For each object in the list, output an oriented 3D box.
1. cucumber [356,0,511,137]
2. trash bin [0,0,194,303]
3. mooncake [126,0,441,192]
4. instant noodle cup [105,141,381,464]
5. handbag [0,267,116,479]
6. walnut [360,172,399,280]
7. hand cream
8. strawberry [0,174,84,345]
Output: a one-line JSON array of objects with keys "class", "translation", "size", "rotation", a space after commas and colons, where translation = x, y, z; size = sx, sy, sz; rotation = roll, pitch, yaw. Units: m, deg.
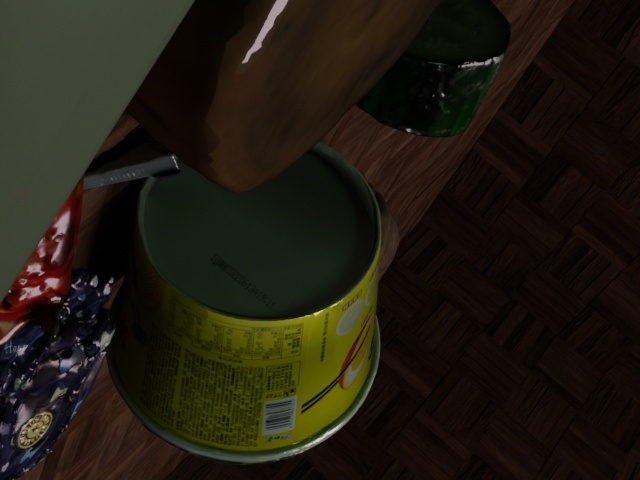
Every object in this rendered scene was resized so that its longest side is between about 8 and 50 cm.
[{"class": "cucumber", "translation": [0.119, -0.213, 1.222], "size": [0.191, 0.191, 0.130], "rotation": [-42, 160, -41]}, {"class": "trash bin", "translation": [-0.136, -0.127, 0.357], "size": [0.343, 0.158, 0.223], "rotation": [-55, 173, 5]}, {"class": "mooncake", "translation": [-0.025, -0.183, 0.647], "size": [0.290, 0.161, 0.290], "rotation": [-49, 170, -12]}, {"class": "instant noodle cup", "translation": [-0.068, 0.039, 1.058], "size": [0.311, 0.311, 0.222], "rotation": [-44, 161, -32]}, {"class": "handbag", "translation": [-0.269, 0.125, 0.909], "size": [0.162, 0.113, 0.260], "rotation": [-47, 171, -51]}, {"class": "walnut", "translation": [0.000, 0.000, 1.483], "size": [0.224, 0.224, 0.224], "rotation": [-48, 172, -10]}, {"class": "hand cream", "translation": [-0.119, -0.078, 0.789], "size": [0.075, 0.052, 0.248], "rotation": [-35, -166, 15]}, {"class": "strawberry", "translation": [-0.174, -0.055, 0.528], "size": [0.097, 0.174, 0.228], "rotation": [-1, 139, -21]}]
